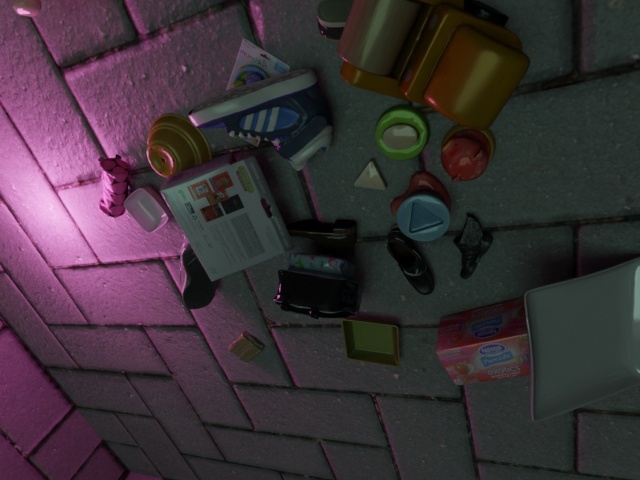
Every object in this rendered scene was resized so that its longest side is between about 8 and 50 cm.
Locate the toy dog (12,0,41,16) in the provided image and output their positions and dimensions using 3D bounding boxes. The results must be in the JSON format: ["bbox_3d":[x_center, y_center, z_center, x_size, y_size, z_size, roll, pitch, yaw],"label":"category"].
[{"bbox_3d":[-0.668,-0.707,0.920,0.407,0.284,0.396,30,91,3],"label":"toy dog"}]

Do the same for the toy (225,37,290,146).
[{"bbox_3d":[-0.186,-0.364,1.053,0.136,0.056,0.237,31,128,-1],"label":"toy"}]

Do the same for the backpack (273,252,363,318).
[{"bbox_3d":[0.009,0.139,1.203,0.224,0.191,0.253,6,165,27],"label":"backpack"}]

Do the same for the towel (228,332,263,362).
[{"bbox_3d":[-0.297,0.426,1.639,0.110,0.027,0.148,39,126,-7],"label":"towel"}]

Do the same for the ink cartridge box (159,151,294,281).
[{"bbox_3d":[-0.254,-0.077,1.194,0.271,0.130,0.310,-20,117,2],"label":"ink cartridge box"}]

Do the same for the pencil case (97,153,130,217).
[{"bbox_3d":[-0.685,-0.174,1.358,0.098,0.095,0.209,19,130,-13],"label":"pencil case"}]

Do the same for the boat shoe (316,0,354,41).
[{"bbox_3d":[0.106,-0.457,0.868,0.227,0.081,0.069,8,170,4],"label":"boat shoe"}]

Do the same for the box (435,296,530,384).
[{"bbox_3d":[0.491,0.280,1.145,0.299,0.154,0.142,-23,111,33],"label":"box"}]

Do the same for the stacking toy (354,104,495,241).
[{"bbox_3d":[0.226,-0.152,0.980,0.279,0.130,0.309,26,127,4],"label":"stacking toy"}]

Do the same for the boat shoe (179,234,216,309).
[{"bbox_3d":[-0.437,0.112,1.449,0.118,0.103,0.321,-9,131,-19],"label":"boat shoe"}]

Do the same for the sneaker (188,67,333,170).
[{"bbox_3d":[-0.128,-0.257,1.009,0.322,0.130,0.237,-17,123,3],"label":"sneaker"}]

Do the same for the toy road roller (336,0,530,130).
[{"bbox_3d":[0.215,-0.333,0.747,0.328,0.241,0.203,7,131,-21],"label":"toy road roller"}]

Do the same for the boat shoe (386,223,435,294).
[{"bbox_3d":[0.249,0.069,1.152,0.083,0.079,0.233,-19,114,29],"label":"boat shoe"}]

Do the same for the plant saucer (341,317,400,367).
[{"bbox_3d":[0.172,0.328,1.373,0.188,0.045,0.189,3,123,19],"label":"plant saucer"}]

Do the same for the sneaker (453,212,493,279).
[{"bbox_3d":[0.384,0.018,1.082,0.089,0.051,0.170,25,123,5],"label":"sneaker"}]

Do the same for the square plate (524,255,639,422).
[{"bbox_3d":[0.634,0.232,0.989,0.343,0.049,0.348,-14,105,-10],"label":"square plate"}]

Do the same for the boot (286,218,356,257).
[{"bbox_3d":[0.000,0.000,1.203,0.218,0.082,0.106,1,119,19],"label":"boot"}]

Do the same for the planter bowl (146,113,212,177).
[{"bbox_3d":[-0.437,-0.250,1.208,0.216,0.090,0.218,10,124,15],"label":"planter bowl"}]

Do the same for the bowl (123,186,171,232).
[{"bbox_3d":[-0.569,-0.108,1.378,0.142,0.053,0.142,-26,110,34],"label":"bowl"}]
